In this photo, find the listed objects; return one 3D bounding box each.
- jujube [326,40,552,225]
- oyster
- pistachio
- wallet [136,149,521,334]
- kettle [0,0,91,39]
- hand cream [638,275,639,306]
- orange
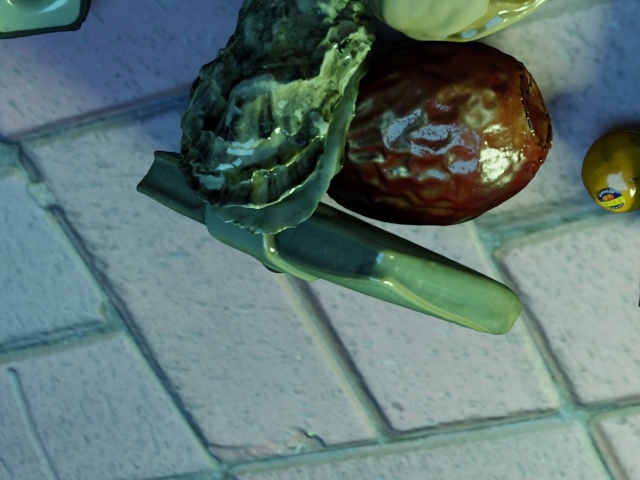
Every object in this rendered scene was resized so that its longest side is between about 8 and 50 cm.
[{"bbox_3d":[0.104,-0.101,1.733,0.243,0.183,0.183,-12,120,32],"label":"jujube"},{"bbox_3d":[-0.036,-0.169,1.674,0.162,0.351,0.158,12,160,5],"label":"oyster"},{"bbox_3d":[0.144,-0.267,1.621,0.238,0.138,0.153,-22,81,33],"label":"pistachio"},{"bbox_3d":[0.000,0.000,1.759,0.360,0.252,0.083,23,95,41],"label":"wallet"},{"bbox_3d":[-0.391,-0.359,1.740,0.361,0.250,0.376,-8,130,-7],"label":"kettle"},{"bbox_3d":[0.355,-0.094,1.692,0.076,0.121,0.336,38,141,44],"label":"hand cream"},{"bbox_3d":[0.297,-0.068,1.746,0.084,0.083,0.083,12,130,14],"label":"orange"}]
